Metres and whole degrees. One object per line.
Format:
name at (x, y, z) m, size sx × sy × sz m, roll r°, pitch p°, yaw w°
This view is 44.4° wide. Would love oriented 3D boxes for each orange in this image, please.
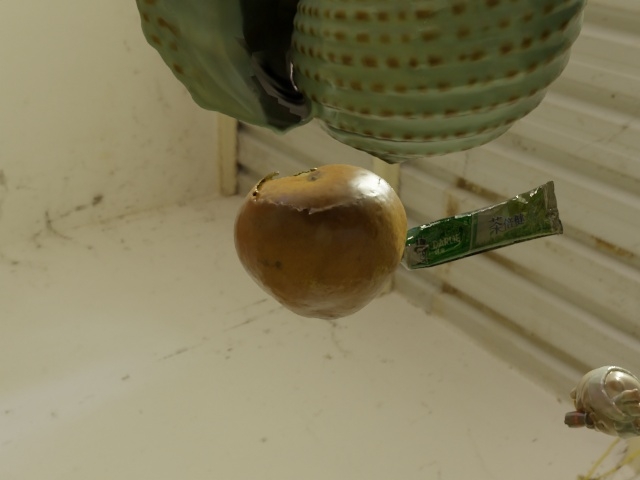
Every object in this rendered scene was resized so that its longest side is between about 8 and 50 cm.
orange at (0.000, 0.000, 0.710) m, size 0.156 × 0.156 × 0.134 m, roll 20°, pitch -63°, yaw 47°

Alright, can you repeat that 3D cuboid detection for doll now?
doll at (0.283, 0.165, 0.780) m, size 0.127 × 0.084 × 0.073 m, roll 77°, pitch -10°, yaw -79°

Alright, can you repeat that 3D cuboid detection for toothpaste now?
toothpaste at (0.197, -0.010, 1.039) m, size 0.047 × 0.248 × 0.078 m, roll -106°, pitch 180°, yaw -74°

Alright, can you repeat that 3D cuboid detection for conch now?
conch at (0.032, -0.216, 0.543) m, size 0.302 × 0.215 × 0.319 m, roll 7°, pitch -84°, yaw 12°
